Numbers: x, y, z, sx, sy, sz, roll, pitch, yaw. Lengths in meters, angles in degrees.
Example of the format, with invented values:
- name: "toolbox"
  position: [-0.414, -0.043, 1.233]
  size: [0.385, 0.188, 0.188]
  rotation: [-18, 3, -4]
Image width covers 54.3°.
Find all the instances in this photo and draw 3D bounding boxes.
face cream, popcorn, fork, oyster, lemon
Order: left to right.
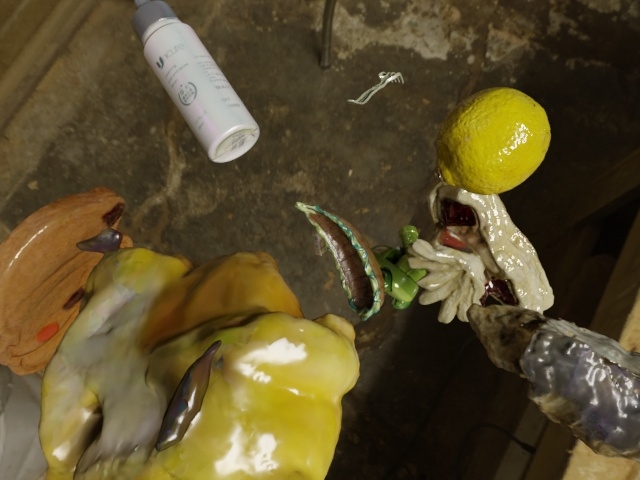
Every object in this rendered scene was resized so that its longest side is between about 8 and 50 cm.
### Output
- name: "face cream"
  position: [-0.209, -0.266, 0.969]
  size: [0.092, 0.092, 0.311]
  rotation: [-30, 75, -9]
- name: "popcorn"
  position: [-0.099, 0.143, 0.565]
  size: [0.297, 0.281, 0.315]
  rotation: [-26, 41, 16]
- name: "fork"
  position: [0.090, -0.255, 1.035]
  size: [0.034, 0.028, 0.219]
  rotation: [16, 29, 22]
- name: "lemon"
  position: [0.180, -0.103, 0.664]
  size: [0.133, 0.109, 0.109]
  rotation: [-35, 79, 7]
- name: "oyster"
  position: [0.331, 0.176, 0.766]
  size: [0.341, 0.110, 0.166]
  rotation: [37, 119, 14]

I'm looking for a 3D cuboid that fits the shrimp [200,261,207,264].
- name: "shrimp"
  position: [-0.231, 0.177, 1.076]
  size: [0.062, 0.154, 0.294]
  rotation: [16, 96, -36]

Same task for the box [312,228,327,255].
- name: "box"
  position: [0.000, 0.000, 2.007]
  size: [0.024, 0.083, 0.053]
  rotation: [7, 34, 30]

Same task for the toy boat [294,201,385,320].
- name: "toy boat"
  position: [0.053, 0.026, 1.335]
  size: [0.099, 0.108, 0.292]
  rotation: [-34, 97, -34]

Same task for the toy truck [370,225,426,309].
- name: "toy truck"
  position: [0.213, 0.076, 1.721]
  size: [0.210, 0.148, 0.187]
  rotation: [-39, 39, 11]

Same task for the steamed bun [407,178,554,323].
- name: "steamed bun"
  position: [0.339, 0.050, 1.435]
  size: [0.428, 0.247, 0.189]
  rotation: [55, 45, -21]

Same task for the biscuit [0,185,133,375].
- name: "biscuit"
  position: [-0.515, 0.099, 1.257]
  size: [0.078, 0.455, 0.350]
  rotation: [37, 58, 16]
